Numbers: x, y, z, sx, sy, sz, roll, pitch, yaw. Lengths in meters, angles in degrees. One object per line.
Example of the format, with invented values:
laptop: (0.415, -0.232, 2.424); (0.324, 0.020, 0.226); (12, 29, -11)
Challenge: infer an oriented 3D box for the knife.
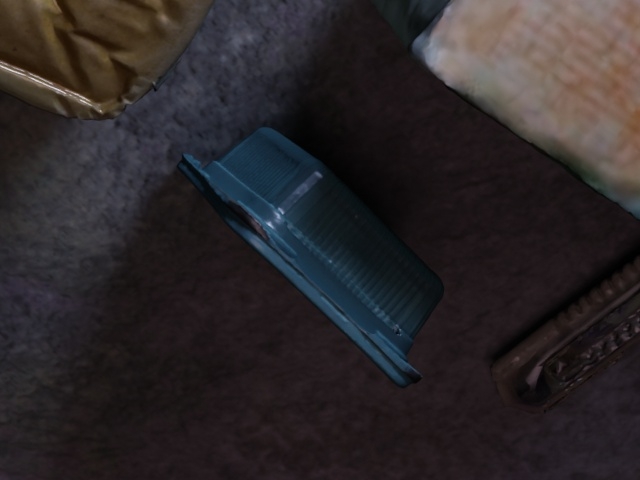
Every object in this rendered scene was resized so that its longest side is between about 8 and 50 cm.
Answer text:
knife: (0.263, 0.015, 1.348); (0.365, 0.043, 0.089); (-38, 116, 22)

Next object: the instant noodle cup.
instant noodle cup: (0.000, 0.000, 1.276); (0.070, 0.157, 0.179); (-47, 116, -1)

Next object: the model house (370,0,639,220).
model house: (0.231, -0.182, 1.156); (0.267, 0.194, 0.325); (33, 103, -19)

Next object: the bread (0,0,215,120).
bread: (-0.164, -0.185, 1.157); (0.210, 0.110, 0.192); (23, 126, -17)
